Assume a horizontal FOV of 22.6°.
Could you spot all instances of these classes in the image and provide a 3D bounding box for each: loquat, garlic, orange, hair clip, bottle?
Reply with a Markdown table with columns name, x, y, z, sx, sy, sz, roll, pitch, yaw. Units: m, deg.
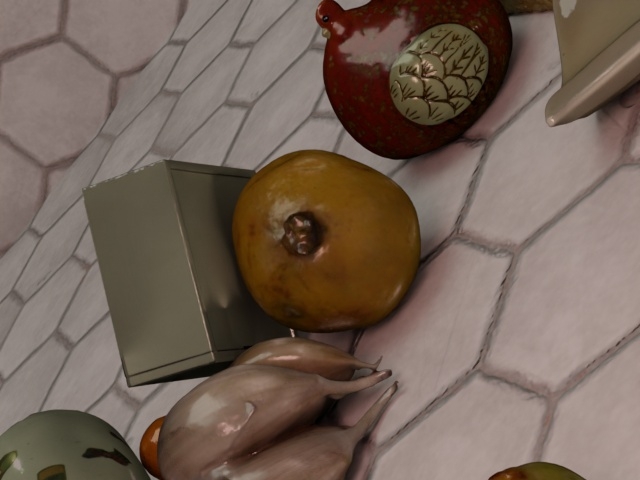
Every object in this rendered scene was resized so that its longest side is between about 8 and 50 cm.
| name | x | y | z | sx | sy | sz | roll | pitch | yaw |
| --- | --- | --- | --- | --- | --- | --- | --- | --- | --- |
| loquat | 0.000 | 0.000 | 1.741 | 0.213 | 0.213 | 0.246 | -50 | -13 | 3 |
| garlic | -0.053 | 0.221 | 1.673 | 0.292 | 0.210 | 0.237 | -38 | -10 | 38 |
| orange | -0.176 | 0.249 | 1.915 | 0.083 | 0.083 | 0.083 | -43 | 23 | 22 |
| hair clip | 0.310 | -0.218 | 1.657 | 0.172 | 0.113 | 0.282 | -42 | 28 | 26 |
| bottle | -0.265 | 0.349 | 1.772 | 0.229 | 0.229 | 0.351 | -51 | 28 | 0 |

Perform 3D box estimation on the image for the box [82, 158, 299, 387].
| name | x | y | z | sx | sy | sz | roll | pitch | yaw |
| --- | --- | --- | --- | --- | --- | --- | --- | --- | --- |
| box | -0.144 | 0.038 | 1.804 | 0.117 | 0.225 | 0.225 | -18 | -8 | 23 |

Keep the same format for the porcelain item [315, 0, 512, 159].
| name | x | y | z | sx | sy | sz | roll | pitch | yaw |
| --- | --- | --- | --- | --- | --- | --- | --- | --- | --- |
| porcelain item | 0.098 | -0.231 | 1.928 | 0.253 | 0.253 | 0.253 | -43 | 23 | 22 |

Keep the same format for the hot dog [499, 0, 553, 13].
| name | x | y | z | sx | sy | sz | roll | pitch | yaw |
| --- | --- | --- | --- | --- | --- | --- | --- | --- | --- |
| hot dog | 0.263 | -0.330 | 1.968 | 0.084 | 0.073 | 0.242 | -50 | 21 | -9 |

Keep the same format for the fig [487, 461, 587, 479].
| name | x | y | z | sx | sy | sz | roll | pitch | yaw |
| --- | --- | --- | --- | --- | --- | --- | --- | --- | --- |
| fig | 0.158 | 0.238 | 1.200 | 0.136 | 0.120 | 0.153 | 37 | 112 | 64 |
